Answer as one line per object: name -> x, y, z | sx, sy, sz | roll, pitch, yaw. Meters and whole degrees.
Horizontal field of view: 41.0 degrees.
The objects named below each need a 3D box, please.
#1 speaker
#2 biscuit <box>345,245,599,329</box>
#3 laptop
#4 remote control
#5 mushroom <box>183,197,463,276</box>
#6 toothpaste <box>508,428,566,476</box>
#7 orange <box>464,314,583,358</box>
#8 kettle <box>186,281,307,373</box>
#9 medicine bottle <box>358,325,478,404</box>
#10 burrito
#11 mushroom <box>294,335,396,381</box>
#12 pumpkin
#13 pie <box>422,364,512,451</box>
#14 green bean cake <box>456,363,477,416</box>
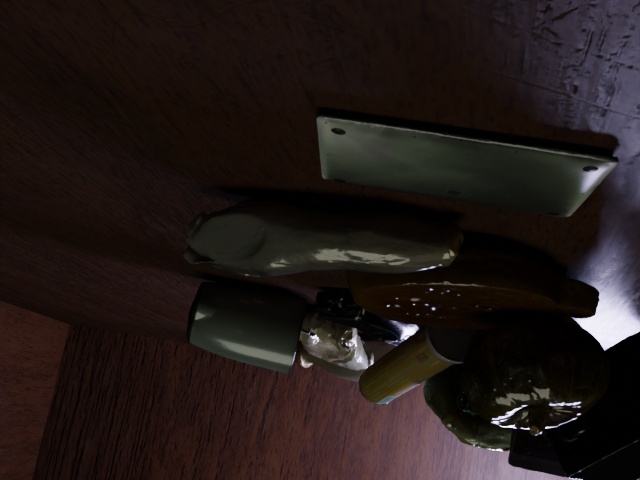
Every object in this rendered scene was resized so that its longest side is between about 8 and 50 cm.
speaker -> 0.566, 0.309, 1.559 | 0.232, 0.184, 0.254 | 20, 131, -42
biscuit -> 0.221, 0.070, 1.242 | 0.351, 0.070, 0.394 | 1, 166, 13
laptop -> 0.130, -0.068, 0.829 | 0.269, 0.015, 0.187 | 9, 167, 4
remote control -> 0.129, 0.175, 1.794 | 0.145, 0.062, 0.399 | 1, 165, 32
mushroom -> 0.000, -0.001, 1.057 | 0.352, 0.097, 0.109 | 3, 166, 20
toothpaste -> 0.429, 0.321, 1.686 | 0.114, 0.299, 0.073 | 13, 136, 0
orange -> 0.359, 0.215, 1.468 | 0.224, 0.170, 0.224 | -6, 141, -5
kettle -> -0.165, 0.184, 1.827 | 0.237, 0.161, 0.221 | 13, 163, -3
medicine bottle -> 0.185, 0.249, 1.747 | 0.108, 0.108, 0.426 | 13, 155, -13
burrito -> 0.021, 0.231, 2.043 | 0.175, 0.107, 0.347 | 22, 169, 19
mushroom -> 0.078, 0.318, 2.335 | 0.350, 0.128, 0.128 | 4, 166, 38
pumpkin -> 0.316, 0.208, 1.257 | 0.219, 0.162, 0.219 | -1, 147, -1
pie -> 0.360, 0.314, 1.779 | 0.307, 0.306, 0.071 | 9, 133, 5
green bean cake -> 0.374, 0.247, 1.638 | 0.209, 0.193, 0.107 | 2, 159, 27
